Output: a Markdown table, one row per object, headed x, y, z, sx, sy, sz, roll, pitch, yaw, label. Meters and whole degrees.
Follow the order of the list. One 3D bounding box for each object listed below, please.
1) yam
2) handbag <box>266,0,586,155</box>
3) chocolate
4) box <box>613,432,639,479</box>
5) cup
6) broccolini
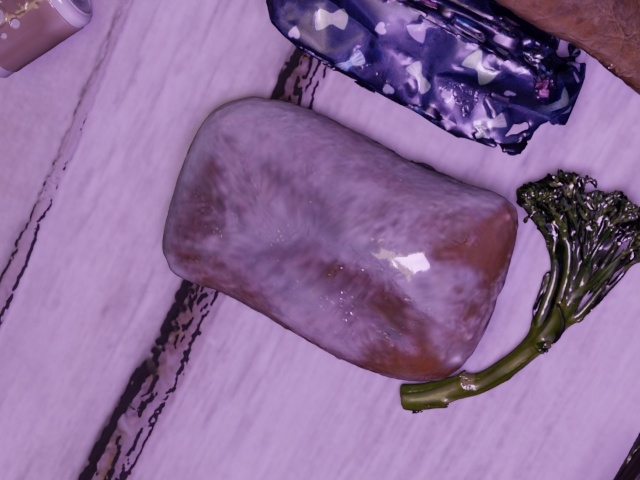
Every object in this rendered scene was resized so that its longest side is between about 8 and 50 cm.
| x | y | z | sx | sy | sz | roll | pitch | yaw | label |
| --- | --- | --- | --- | --- | --- | --- | --- | --- | --- |
| 0.184 | -0.179 | 1.090 | 0.081 | 0.357 | 0.081 | -19 | 60 | 37 | yam |
| 0.088 | -0.173 | 1.190 | 0.260 | 0.162 | 0.113 | 29 | 116 | 10 | handbag |
| 0.000 | 0.000 | 1.248 | 0.303 | 0.100 | 0.185 | 25 | 107 | 23 | chocolate |
| 0.322 | 0.293 | 1.180 | 0.252 | 0.153 | 0.188 | 30 | 102 | 11 | box |
| -0.258 | -0.207 | 1.328 | 0.099 | 0.102 | 0.074 | -28 | 127 | 15 | cup |
| 0.154 | 0.043 | 1.252 | 0.271 | 0.062 | 0.123 | -41 | 75 | 18 | broccolini |
